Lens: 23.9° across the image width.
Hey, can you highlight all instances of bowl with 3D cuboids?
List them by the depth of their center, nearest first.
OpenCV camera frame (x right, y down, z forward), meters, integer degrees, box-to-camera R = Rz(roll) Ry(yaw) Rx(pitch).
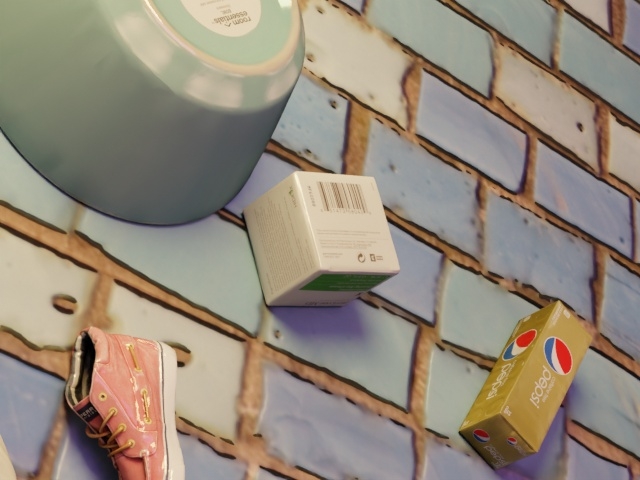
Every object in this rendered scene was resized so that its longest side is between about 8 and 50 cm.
[{"bbox_3d":[-0.136,-0.187,1.335,0.311,0.163,0.311,20,54,-31],"label":"bowl"}]

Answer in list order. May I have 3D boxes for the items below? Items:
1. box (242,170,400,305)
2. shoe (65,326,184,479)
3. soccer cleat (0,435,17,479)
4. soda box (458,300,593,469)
[{"bbox_3d":[0.000,0.000,1.399,0.101,0.087,0.102,2,66,-41],"label":"box"},{"bbox_3d":[-0.158,0.152,1.192,0.081,0.063,0.178,19,49,-31],"label":"shoe"},{"bbox_3d":[-0.272,0.115,1.098,0.068,0.076,0.196,-22,82,-46],"label":"soccer cleat"},{"bbox_3d":[0.208,0.143,1.517,0.058,0.061,0.181,47,44,-11],"label":"soda box"}]
